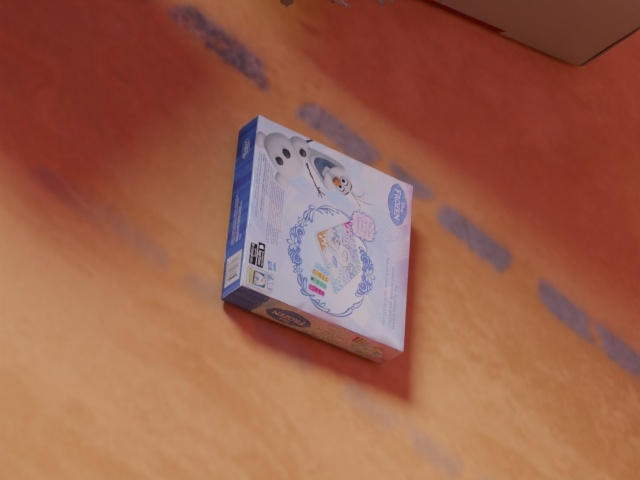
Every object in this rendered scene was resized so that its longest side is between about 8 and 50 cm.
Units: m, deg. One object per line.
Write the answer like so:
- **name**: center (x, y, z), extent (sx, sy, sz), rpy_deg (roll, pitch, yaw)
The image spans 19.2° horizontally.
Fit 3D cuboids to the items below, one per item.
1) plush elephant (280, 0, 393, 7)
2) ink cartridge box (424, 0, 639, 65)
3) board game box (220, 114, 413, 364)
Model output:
- **plush elephant**: center (0.053, -0.301, 0.872), extent (0.272, 0.330, 0.255), rpy_deg (16, 44, 5)
- **ink cartridge box**: center (0.111, -0.200, 1.013), extent (0.127, 0.072, 0.175), rpy_deg (18, 58, -30)
- **board game box**: center (0.000, 0.000, 0.857), extent (0.090, 0.020, 0.090), rpy_deg (23, 55, -28)
